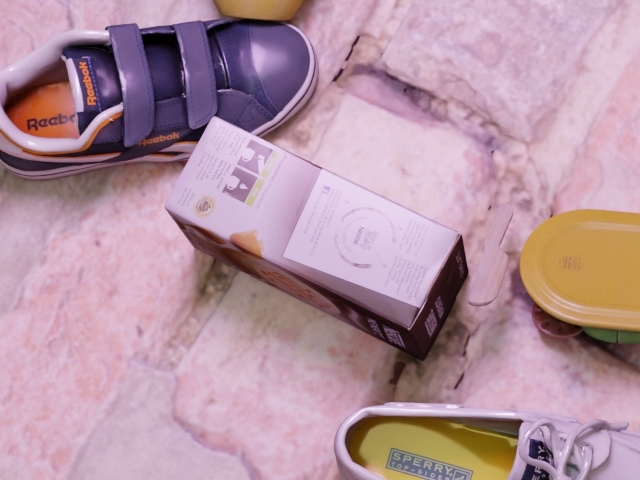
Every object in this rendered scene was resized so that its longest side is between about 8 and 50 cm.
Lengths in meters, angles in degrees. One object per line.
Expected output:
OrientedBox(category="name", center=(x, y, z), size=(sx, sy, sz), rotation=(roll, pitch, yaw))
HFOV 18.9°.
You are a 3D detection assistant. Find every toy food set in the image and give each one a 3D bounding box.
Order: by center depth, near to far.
OrientedBox(category="toy food set", center=(0.246, 0.041, 1.709), size=(0.218, 0.071, 0.128), rotation=(7, 53, 8))

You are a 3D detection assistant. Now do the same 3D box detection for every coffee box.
OrientedBox(category="coffee box", center=(0.000, 0.000, 1.711), size=(0.246, 0.141, 0.098), rotation=(26, 80, 14))

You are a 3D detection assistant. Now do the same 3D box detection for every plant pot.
OrientedBox(category="plant pot", center=(-0.057, -0.257, 1.802), size=(0.134, 0.134, 0.095), rotation=(6, 100, 10))

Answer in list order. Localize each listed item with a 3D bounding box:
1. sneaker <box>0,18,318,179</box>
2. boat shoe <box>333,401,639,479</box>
OrientedBox(category="sneaker", center=(-0.161, -0.137, 1.779), size=(0.321, 0.127, 0.126), rotation=(-17, 73, 2))
OrientedBox(category="boat shoe", center=(0.186, 0.198, 1.624), size=(0.367, 0.156, 0.135), rotation=(13, 78, 12))
